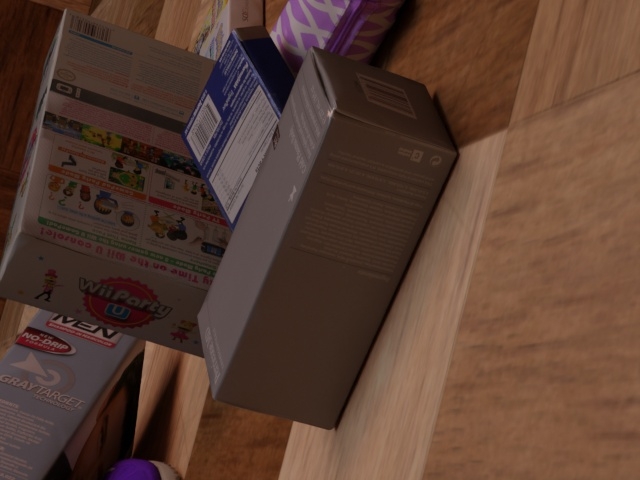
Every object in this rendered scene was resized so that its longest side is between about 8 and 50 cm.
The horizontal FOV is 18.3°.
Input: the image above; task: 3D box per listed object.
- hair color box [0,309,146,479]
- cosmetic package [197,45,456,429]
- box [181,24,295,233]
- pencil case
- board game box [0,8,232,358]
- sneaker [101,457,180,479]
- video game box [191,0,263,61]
[{"bbox_3d":[-0.294,0.238,1.928,0.374,0.114,0.185,-61,-15,-53],"label":"hair color box"},{"bbox_3d":[0.000,0.000,1.406,0.127,0.107,0.238,-110,42,-62],"label":"cosmetic package"},{"bbox_3d":[-0.034,-0.043,1.586,0.225,0.036,0.136,63,143,27],"label":"box"},{"bbox_3d":[0.001,-0.156,1.614,0.088,0.086,0.206,-73,9,-49],"label":"pencil case"},{"bbox_3d":[-0.170,-0.056,1.873,0.303,0.224,0.097,-86,20,-44],"label":"board game box"},{"bbox_3d":[-0.205,0.264,1.786,0.293,0.146,0.102,-117,45,-69],"label":"sneaker"},{"bbox_3d":[-0.114,-0.173,2.167,0.205,0.048,0.187,-93,27,-54],"label":"video game box"}]
